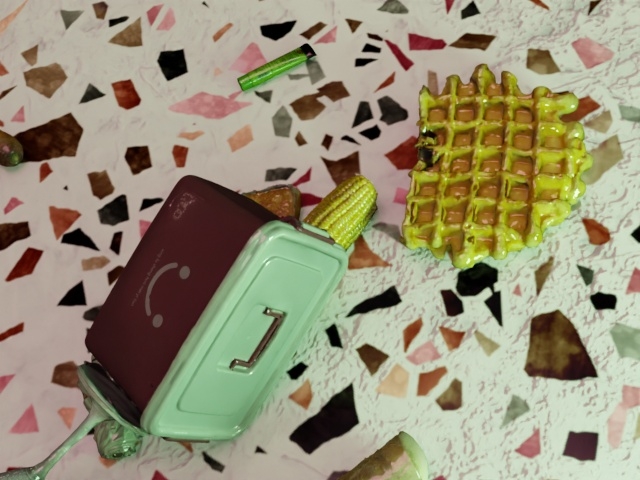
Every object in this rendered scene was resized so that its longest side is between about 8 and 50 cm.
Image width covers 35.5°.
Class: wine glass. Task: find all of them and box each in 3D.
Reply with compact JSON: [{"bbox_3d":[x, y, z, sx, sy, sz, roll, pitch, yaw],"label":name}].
[{"bbox_3d":[-0.312,0.256,1.140,0.232,0.156,0.156,-44,61,-2],"label":"wine glass"}]

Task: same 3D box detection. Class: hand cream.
[{"bbox_3d":[-0.066,-0.258,1.481,0.122,0.023,0.036,-29,47,-6],"label":"hand cream"}]

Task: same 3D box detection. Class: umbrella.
[{"bbox_3d":[-0.265,0.202,1.244,0.067,0.062,0.143,-31,60,33],"label":"umbrella"}]

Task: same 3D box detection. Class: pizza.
[{"bbox_3d":[-0.122,-0.003,1.342,0.176,0.036,0.184,9,65,20],"label":"pizza"}]

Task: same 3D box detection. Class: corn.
[{"bbox_3d":[0.000,0.000,1.292,0.072,0.072,0.203,32,72,26],"label":"corn"}]

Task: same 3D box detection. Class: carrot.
[{"bbox_3d":[-0.519,-0.168,1.521,0.191,0.047,0.047,35,73,28],"label":"carrot"}]

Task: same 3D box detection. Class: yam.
[{"bbox_3d":[-0.027,0.342,1.100,0.357,0.081,0.081,-36,59,-7],"label":"yam"}]

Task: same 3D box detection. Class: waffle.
[{"bbox_3d":[0.210,-0.101,1.308,0.309,0.065,0.283,-36,62,-12],"label":"waffle"}]

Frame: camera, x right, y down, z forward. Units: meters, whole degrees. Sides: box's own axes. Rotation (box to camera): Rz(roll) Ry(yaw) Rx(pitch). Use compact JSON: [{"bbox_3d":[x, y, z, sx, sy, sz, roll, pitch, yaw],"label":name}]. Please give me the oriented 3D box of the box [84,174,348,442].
[{"bbox_3d":[-0.127,0.075,1.171,0.167,0.193,0.294,37,98,34],"label":"box"}]
